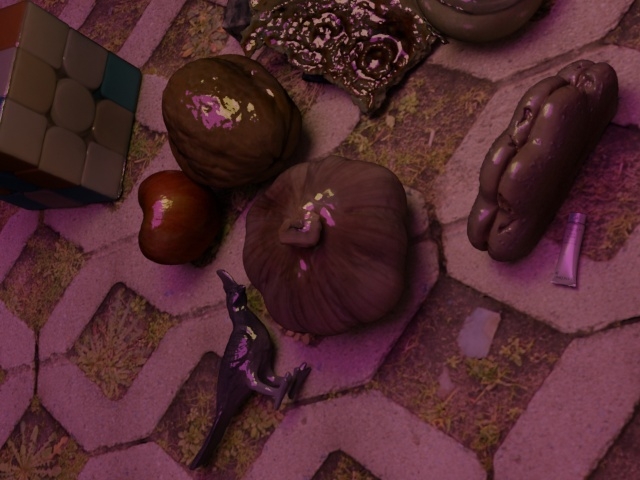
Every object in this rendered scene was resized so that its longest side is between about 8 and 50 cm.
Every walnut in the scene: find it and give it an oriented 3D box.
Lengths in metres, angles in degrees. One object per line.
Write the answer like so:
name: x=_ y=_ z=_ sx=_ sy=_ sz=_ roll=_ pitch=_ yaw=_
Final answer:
walnut: x=-0.176 y=-0.225 z=1.415 sx=0.283 sy=0.227 sz=0.283 roll=-3 pitch=84 yaw=27

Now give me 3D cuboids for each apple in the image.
apple: x=-0.286 y=-0.048 z=1.457 sx=0.160 sy=0.173 sz=0.195 roll=-18 pitch=69 yaw=29

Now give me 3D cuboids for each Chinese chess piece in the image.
Chinese chess piece: x=0.271 y=-0.447 z=1.248 sx=0.238 sy=0.092 sz=0.238 roll=-3 pitch=73 yaw=8

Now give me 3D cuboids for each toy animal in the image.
toy animal: x=-0.124 y=0.241 z=1.312 sx=0.206 sy=0.081 sz=0.367 roll=4 pitch=83 yaw=29

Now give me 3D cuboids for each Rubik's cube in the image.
Rubik's cube: x=-0.669 y=-0.286 z=1.680 sx=0.344 sy=0.346 sz=0.347 roll=-4 pitch=71 yaw=31

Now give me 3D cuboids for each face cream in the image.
face cream: x=0.377 y=0.014 z=1.104 sx=0.038 sy=0.020 sz=0.115 roll=10 pitch=82 yaw=34

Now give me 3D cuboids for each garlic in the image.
garlic: x=0.007 y=0.006 z=1.233 sx=0.322 sy=0.241 sz=0.322 roll=-34 pitch=42 yaw=37

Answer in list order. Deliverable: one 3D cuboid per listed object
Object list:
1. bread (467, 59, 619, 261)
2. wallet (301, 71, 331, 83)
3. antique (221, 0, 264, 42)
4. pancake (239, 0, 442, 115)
bread: x=0.326 y=-0.130 z=1.092 sx=0.102 sy=0.183 sz=0.337 roll=32 pitch=93 yaw=28
wallet: x=0.016 y=-0.376 z=1.467 sx=0.088 sy=0.026 sz=0.129 roll=16 pitch=83 yaw=36
antique: x=-0.117 y=-0.474 z=1.549 sx=0.183 sy=0.088 sz=0.086 roll=2 pitch=73 yaw=33
pancake: x=0.033 y=-0.429 z=1.387 sx=0.427 sy=0.067 sz=0.305 roll=29 pitch=88 yaw=19
